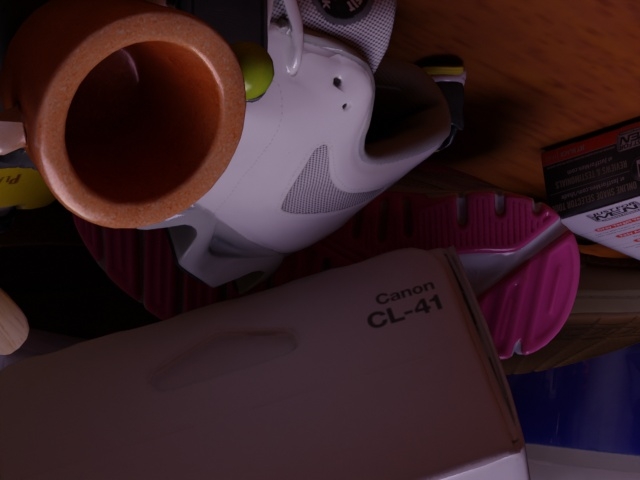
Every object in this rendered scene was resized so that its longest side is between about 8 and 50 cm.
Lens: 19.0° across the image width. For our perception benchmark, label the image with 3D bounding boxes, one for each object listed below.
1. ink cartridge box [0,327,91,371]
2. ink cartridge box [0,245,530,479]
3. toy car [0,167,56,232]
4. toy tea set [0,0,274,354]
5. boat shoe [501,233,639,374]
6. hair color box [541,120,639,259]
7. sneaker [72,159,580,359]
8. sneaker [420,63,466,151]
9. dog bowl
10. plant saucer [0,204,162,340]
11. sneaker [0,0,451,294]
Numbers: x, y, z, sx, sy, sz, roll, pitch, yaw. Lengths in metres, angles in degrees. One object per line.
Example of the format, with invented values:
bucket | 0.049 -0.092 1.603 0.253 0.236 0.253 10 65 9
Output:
ink cartridge box | -0.121 0.093 1.131 0.308 0.091 0.385 14 -178 -31
ink cartridge box | -0.009 0.172 0.902 0.226 0.131 0.306 -17 138 -2
toy car | -0.234 -0.015 0.782 0.225 0.053 0.239 -39 155 9
toy tea set | -0.073 -0.064 0.556 0.200 0.336 0.124 49 172 -38
boat shoe | 0.079 0.021 1.092 0.285 0.089 0.104 1 157 -23
hair color box | 0.188 -0.022 1.043 0.072 0.043 0.141 -17 158 34
sneaker | 0.000 0.000 0.973 0.252 0.103 0.111 13 -172 -1
sneaker | 0.046 -0.056 0.924 0.031 0.035 0.083 2 160 -16
dog bowl | 0.238 0.126 1.283 0.264 0.104 0.265 7 175 1
plant saucer | -0.162 0.019 1.101 0.198 0.036 0.198 -3 161 -1
sneaker | -0.056 -0.087 0.725 0.146 0.122 0.330 -28 155 18
